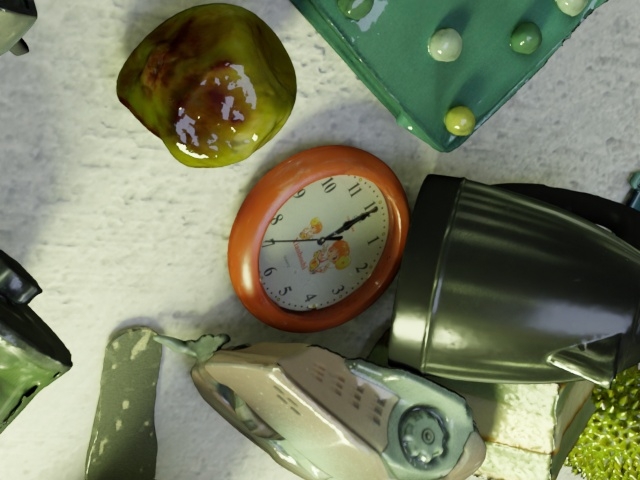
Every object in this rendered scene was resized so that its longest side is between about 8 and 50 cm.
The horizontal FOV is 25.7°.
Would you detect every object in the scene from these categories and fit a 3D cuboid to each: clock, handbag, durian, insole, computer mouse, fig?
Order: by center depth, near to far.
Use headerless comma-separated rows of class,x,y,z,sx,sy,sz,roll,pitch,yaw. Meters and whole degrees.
fig,-0.088,-0.138,1.235,0.166,0.144,0.154,-24,164,-44
handbag,0.133,-0.243,1.336,0.269,0.100,0.274,-43,131,-2
clock,0.000,0.000,1.423,0.205,0.051,0.205,-14,122,-24
computer mouse,0.001,0.188,1.433,0.389,0.199,0.115,23,61,-22
insole,-0.201,0.196,1.437,0.081,0.011,0.248,-7,120,-30
durian,0.369,0.233,1.728,0.198,0.146,0.159,32,98,-37

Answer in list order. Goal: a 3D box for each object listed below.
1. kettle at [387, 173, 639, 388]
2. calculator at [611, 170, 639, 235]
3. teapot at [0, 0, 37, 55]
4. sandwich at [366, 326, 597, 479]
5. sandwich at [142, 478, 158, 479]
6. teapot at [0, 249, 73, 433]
kettle,0.222,0.054,1.434,0.271,0.251,0.207,12,98,10
calculator,0.393,-0.049,1.665,0.094,0.019,0.141,15,106,-38
teapot,-0.297,-0.176,1.069,0.177,0.087,0.096,9,133,-38
sandwich,0.191,0.150,1.601,0.198,0.227,0.155,-43,141,-54
sandwich,-0.169,0.321,1.406,0.250,0.301,0.162,22,58,-35
teapot,-0.377,0.139,1.159,0.337,0.200,0.270,-48,161,-2
